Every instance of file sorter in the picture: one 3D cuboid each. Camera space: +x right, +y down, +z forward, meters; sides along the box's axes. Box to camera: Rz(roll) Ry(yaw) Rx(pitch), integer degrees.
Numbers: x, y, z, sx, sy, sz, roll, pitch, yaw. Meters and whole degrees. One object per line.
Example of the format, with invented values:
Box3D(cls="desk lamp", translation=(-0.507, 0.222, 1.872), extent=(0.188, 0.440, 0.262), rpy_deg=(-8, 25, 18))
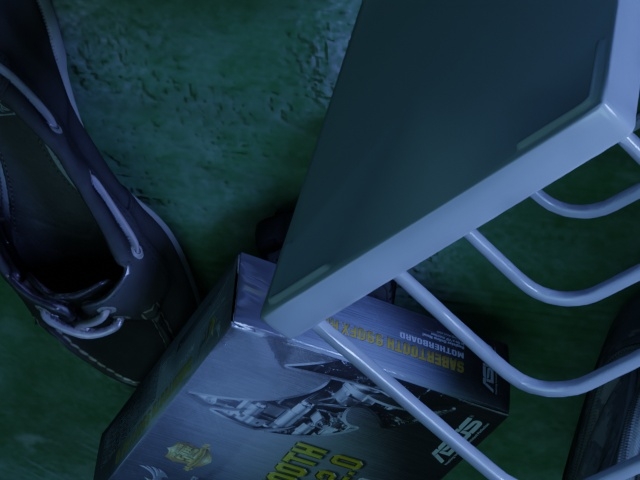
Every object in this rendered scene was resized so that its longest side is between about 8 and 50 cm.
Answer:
Box3D(cls="file sorter", translation=(0.124, -0.050, 0.848), extent=(0.173, 0.278, 0.193), rpy_deg=(41, 130, -22))

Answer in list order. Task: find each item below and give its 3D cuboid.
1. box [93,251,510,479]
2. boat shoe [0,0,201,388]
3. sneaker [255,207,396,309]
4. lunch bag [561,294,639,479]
Box3D(cls="box", translation=(-0.017, 0.115, 1.139), extent=(0.183, 0.056, 0.231), rpy_deg=(19, 139, -19))
Box3D(cls="boat shoe", translation=(-0.168, -0.018, 1.091), extent=(0.112, 0.095, 0.335), rpy_deg=(-7, 126, 23))
Box3D(cls="sneaker", translation=(0.000, -0.002, 1.078), extent=(0.089, 0.051, 0.170), rpy_deg=(5, 134, 8))
Box3D(cls="lunch bag", translation=(0.273, 0.178, 0.975), extent=(0.305, 0.256, 0.213), rpy_deg=(16, 113, 8))
